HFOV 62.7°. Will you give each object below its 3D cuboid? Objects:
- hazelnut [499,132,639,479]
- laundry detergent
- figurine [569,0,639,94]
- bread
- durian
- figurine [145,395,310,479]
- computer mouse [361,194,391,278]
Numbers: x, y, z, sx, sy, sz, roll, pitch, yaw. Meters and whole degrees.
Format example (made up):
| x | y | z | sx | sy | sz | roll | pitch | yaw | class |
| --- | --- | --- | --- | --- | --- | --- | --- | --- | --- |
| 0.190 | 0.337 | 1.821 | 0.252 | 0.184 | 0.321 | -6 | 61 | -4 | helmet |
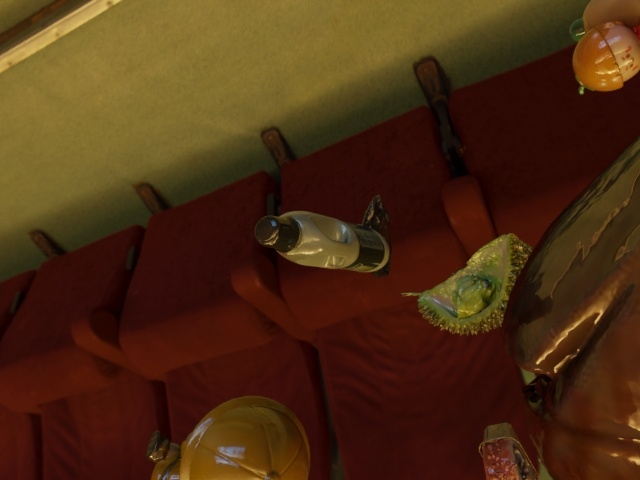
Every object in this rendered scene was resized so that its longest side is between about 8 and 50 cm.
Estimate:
| x | y | z | sx | sy | sz | roll | pitch | yaw | class |
| --- | --- | --- | --- | --- | --- | --- | --- | --- | --- |
| 0.334 | 0.053 | 0.402 | 0.359 | 0.359 | 0.409 | 37 | 102 | -27 | hazelnut |
| 0.000 | 0.000 | 0.690 | 0.225 | 0.099 | 0.070 | 12 | 103 | -56 | laundry detergent |
| 0.515 | -0.330 | 0.849 | 0.222 | 0.325 | 0.124 | -25 | 122 | 24 | figurine |
| 0.538 | 0.661 | 1.517 | 0.142 | 0.212 | 0.224 | -21 | 115 | 27 | bread |
| 0.359 | 0.119 | 1.178 | 0.157 | 0.170 | 0.355 | -12 | 161 | -39 | durian |
| -0.134 | 0.333 | 0.749 | 0.256 | 0.167 | 0.192 | -30 | 117 | 32 | figurine |
| 0.083 | -0.006 | 0.831 | 0.047 | 0.079 | 0.135 | 1 | 104 | 19 | computer mouse |
